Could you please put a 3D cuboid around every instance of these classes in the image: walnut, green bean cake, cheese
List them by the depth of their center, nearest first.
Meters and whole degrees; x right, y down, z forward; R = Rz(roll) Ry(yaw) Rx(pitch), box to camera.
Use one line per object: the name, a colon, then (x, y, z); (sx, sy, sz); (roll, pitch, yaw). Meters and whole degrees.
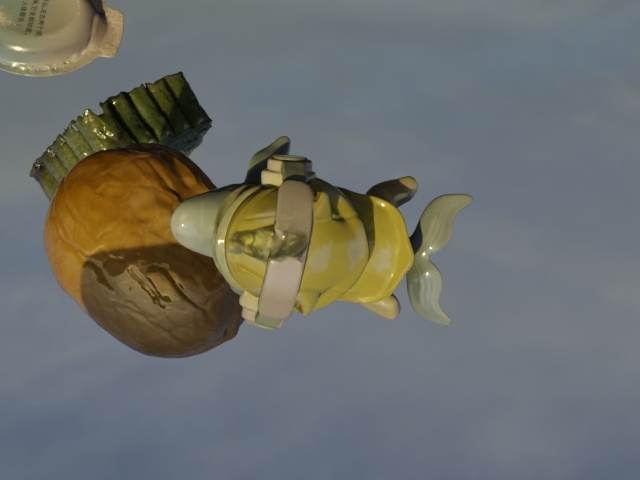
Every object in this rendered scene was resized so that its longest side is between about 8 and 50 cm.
walnut: (-0.162, 0.012, 1.506); (0.193, 0.225, 0.193); (-43, -179, 1)
cheese: (-0.320, -0.223, 1.559); (0.245, 0.052, 0.135); (7, -123, -3)
green bean cake: (-0.238, -0.109, 1.890); (0.181, 0.094, 0.173); (-28, 173, -47)

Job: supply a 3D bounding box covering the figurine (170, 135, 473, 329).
figurine: (0.000, 0.000, 1.079); (0.209, 0.128, 0.184); (7, -172, -6)
